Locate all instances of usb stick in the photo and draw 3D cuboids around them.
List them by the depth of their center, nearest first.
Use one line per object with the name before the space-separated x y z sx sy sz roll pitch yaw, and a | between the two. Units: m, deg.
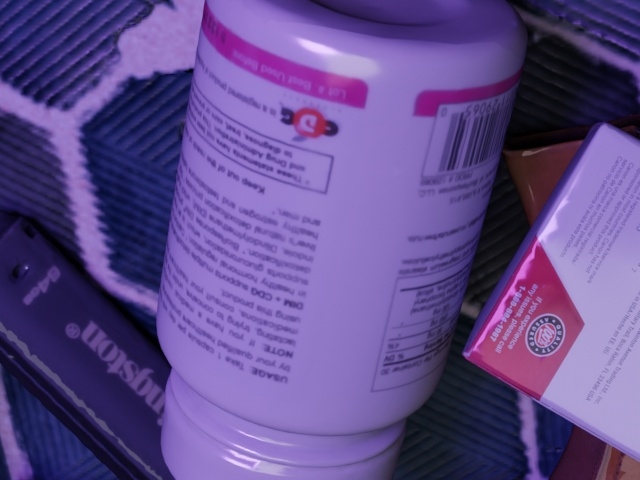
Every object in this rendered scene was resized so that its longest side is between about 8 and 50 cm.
usb stick | -0.114 0.098 0.956 0.278 0.077 0.045 46 151 -11

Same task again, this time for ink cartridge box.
ink cartridge box | 0.177 0.040 0.765 0.176 0.127 0.128 31 96 5

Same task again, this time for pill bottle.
pill bottle | 0.000 0.000 0.835 0.160 0.160 0.283 14 117 4

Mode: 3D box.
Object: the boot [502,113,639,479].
boot | 0.145 0.078 0.882 0.264 0.096 0.281 -12 112 16
